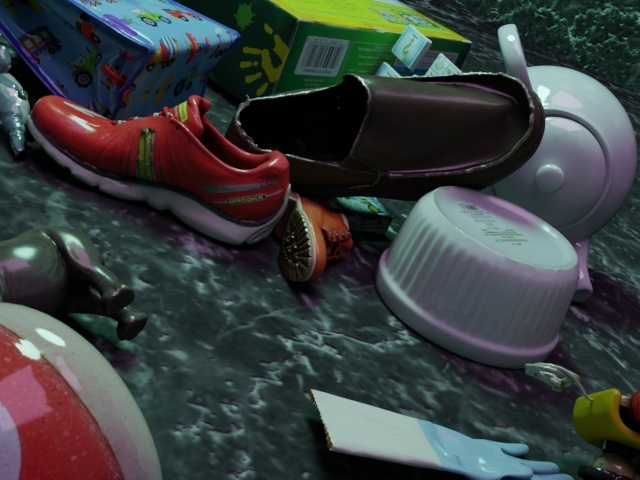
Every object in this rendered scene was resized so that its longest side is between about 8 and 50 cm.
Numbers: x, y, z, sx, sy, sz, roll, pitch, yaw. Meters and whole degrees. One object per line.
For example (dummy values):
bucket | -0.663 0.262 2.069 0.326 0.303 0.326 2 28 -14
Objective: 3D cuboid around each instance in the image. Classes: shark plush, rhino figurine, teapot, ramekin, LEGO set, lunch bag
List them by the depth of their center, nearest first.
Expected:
rhino figurine | -0.235 0.047 0.604 0.106 0.073 0.243 38 30 23
ramekin | 0.170 0.029 0.931 0.207 0.109 0.207 18 25 -9
shark plush | -0.345 -0.134 0.941 0.067 0.073 0.161 -19 65 -29
lunch bag | -0.283 -0.269 1.065 0.293 0.138 0.221 39 26 7
teapot | 0.278 -0.101 1.106 0.256 0.252 0.187 29 18 3
LEGO set | 0.106 -0.193 1.237 0.060 0.182 0.244 24 22 -30

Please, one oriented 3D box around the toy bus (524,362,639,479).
toy bus | 0.273 0.188 0.701 0.202 0.104 0.191 3 -25 41

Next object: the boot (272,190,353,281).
boot | 0.000 0.000 0.915 0.084 0.059 0.158 20 23 -16

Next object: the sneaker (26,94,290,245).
sneaker | -0.158 -0.100 0.908 0.279 0.118 0.107 22 24 0

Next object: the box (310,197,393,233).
box | 0.016 -0.058 1.076 0.094 0.027 0.137 4 30 -32

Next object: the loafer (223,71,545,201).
loafer | 0.068 -0.113 0.961 0.366 0.134 0.130 -10 -15 0

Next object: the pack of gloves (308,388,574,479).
pack of gloves | 0.109 0.197 0.643 0.232 0.046 0.195 17 13 -18

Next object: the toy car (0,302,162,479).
toy car | -0.183 0.147 0.318 0.219 0.210 0.238 41 41 13

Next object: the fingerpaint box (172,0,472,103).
fingerpaint box | -0.035 -0.347 1.459 0.371 0.163 0.445 39 29 30
